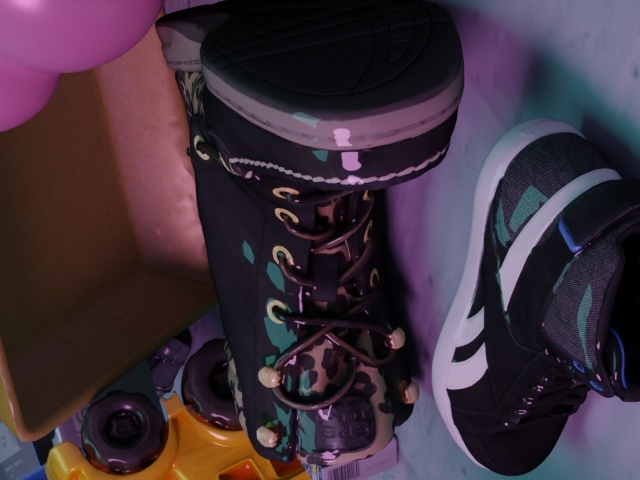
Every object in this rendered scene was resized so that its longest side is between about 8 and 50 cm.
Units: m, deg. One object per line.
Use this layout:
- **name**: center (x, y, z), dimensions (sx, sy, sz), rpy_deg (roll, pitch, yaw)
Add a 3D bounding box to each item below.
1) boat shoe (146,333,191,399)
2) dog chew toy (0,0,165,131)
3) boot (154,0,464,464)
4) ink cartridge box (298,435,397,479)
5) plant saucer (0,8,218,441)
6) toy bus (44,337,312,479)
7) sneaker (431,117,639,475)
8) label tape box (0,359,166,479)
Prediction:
- **boat shoe**: center (-0.220, 0.052, 1.601), dimensions (0.099, 0.116, 0.319), rpy_deg (-47, 41, 17)
- **dog chew toy**: center (-0.166, -0.201, 0.895), dimensions (0.332, 0.206, 0.206), rpy_deg (-49, 50, 20)
- **boot**: center (0.000, 0.000, 0.870), dimensions (0.377, 0.138, 0.284), rpy_deg (-147, 45, -66)
- **ink cartridge box**: center (0.004, 0.136, 1.079), dimensions (0.115, 0.063, 0.029), rpy_deg (49, 150, 48)
- **plant saucer**: center (-0.217, -0.051, 1.167), dimensions (0.081, 0.333, 0.333), rpy_deg (-4, 106, 26)
- **toy bus**: center (-0.086, 0.212, 1.170), dimensions (0.211, 0.220, 0.149), rpy_deg (59, 160, 18)
- **sneaker**: center (0.117, 0.061, 0.697), dimensions (0.121, 0.079, 0.217), rpy_deg (-128, 30, -47)
- **label tape box**: center (-0.285, 0.056, 1.429), dimensions (0.249, 0.115, 0.348), rpy_deg (-34, 73, 61)
